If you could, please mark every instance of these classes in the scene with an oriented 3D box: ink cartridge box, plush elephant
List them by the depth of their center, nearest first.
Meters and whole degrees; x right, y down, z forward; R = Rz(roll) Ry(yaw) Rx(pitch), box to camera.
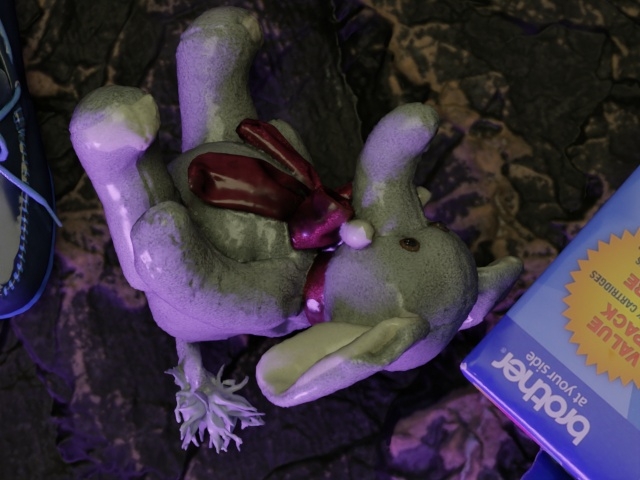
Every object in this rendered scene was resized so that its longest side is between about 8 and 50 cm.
[{"bbox_3d":[0.286,0.081,1.334,0.270,0.151,0.395,41,93,13],"label":"ink cartridge box"},{"bbox_3d":[0.000,0.000,1.382,0.255,0.272,0.330,-3,103,20],"label":"plush elephant"}]

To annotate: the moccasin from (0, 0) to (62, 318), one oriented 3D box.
[{"bbox_3d":[-0.298,-0.106,1.517,0.137,0.117,0.342,-16,74,3],"label":"moccasin"}]
